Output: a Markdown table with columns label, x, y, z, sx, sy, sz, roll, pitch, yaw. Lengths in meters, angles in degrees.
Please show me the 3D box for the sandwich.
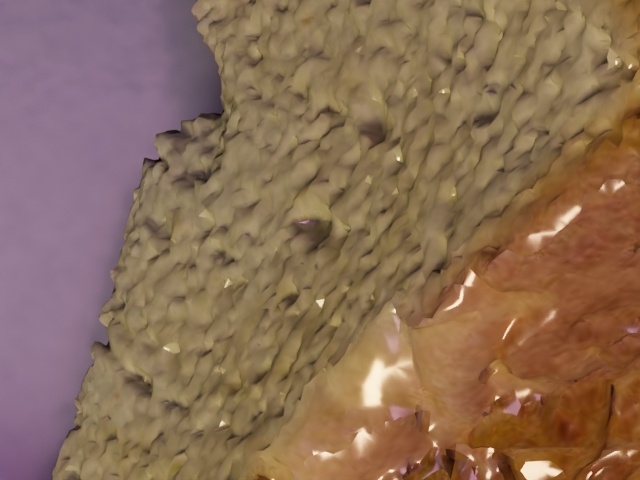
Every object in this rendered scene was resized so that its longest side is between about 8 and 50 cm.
| label | x | y | z | sx | sy | sz | roll | pitch | yaw |
| --- | --- | --- | --- | --- | --- | --- | --- | --- | --- |
| sandwich | 0.004 | 0.002 | 0.461 | 0.100 | 0.254 | 0.288 | 23 | 116 | -33 |
